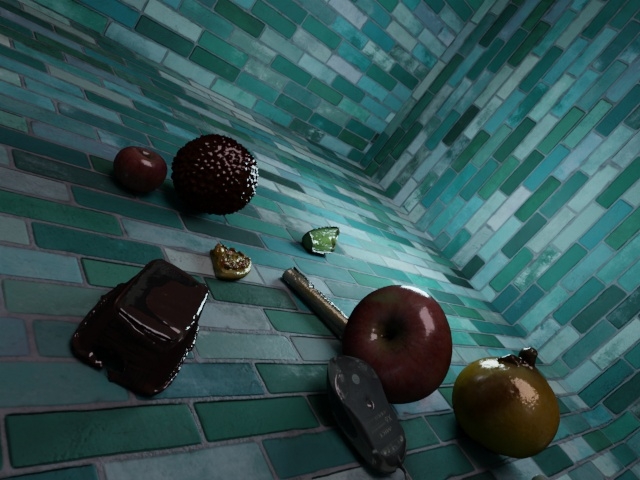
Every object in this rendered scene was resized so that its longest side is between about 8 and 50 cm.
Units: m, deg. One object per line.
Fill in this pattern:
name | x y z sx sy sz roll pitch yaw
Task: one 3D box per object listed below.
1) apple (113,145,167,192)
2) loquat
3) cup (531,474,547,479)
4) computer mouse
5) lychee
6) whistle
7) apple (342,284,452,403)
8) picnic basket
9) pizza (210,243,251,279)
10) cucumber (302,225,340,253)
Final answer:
apple | -0.544 -0.213 1.504 0.154 0.119 0.153 28 21 -11
loquat | 0.587 0.497 1.570 0.329 0.359 0.328 24 0 0
cup | 0.705 0.784 1.557 0.075 0.054 0.083 29 19 -21
computer mouse | 0.118 0.459 1.221 0.167 0.090 0.379 -8 62 -47
lychee | -0.344 -0.213 1.645 0.276 0.275 0.304 45 41 18
whistle | 0.001 0.209 1.609 0.068 0.057 0.326 -36 71 -28
apple | 0.225 0.302 1.444 0.344 0.345 0.269 53 -1 37
picnic basket | -0.344 0.151 1.024 0.223 0.129 0.296 33 19 -9
pizza | -0.270 0.060 1.478 0.134 0.046 0.175 38 20 0
cucumber | 0.000 0.000 2.040 0.086 0.115 0.193 -1 1 34
